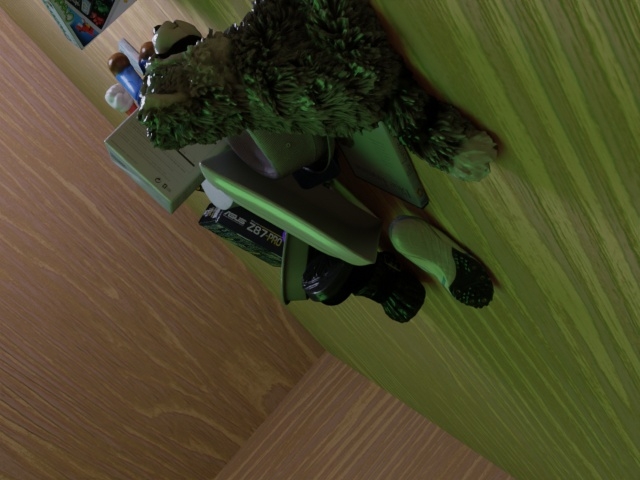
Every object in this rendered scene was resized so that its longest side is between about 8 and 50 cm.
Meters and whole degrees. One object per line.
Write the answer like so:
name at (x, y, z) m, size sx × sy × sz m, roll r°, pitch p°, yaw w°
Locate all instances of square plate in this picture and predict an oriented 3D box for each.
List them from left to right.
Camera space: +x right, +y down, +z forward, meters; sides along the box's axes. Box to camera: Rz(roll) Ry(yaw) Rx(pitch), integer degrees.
square plate at (-0.044, -0.071, 1.335) m, size 0.344 × 0.049 × 0.347 m, roll 30°, pitch -165°, yaw 0°

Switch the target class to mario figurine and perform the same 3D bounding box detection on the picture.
mario figurine at (-0.351, -0.325, 1.579) m, size 0.320 × 0.198 × 0.170 m, roll 54°, pitch -167°, yaw 17°

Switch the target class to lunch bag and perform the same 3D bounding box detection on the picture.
lunch bag at (-0.009, -0.153, 1.345) m, size 0.067 × 0.098 × 0.065 m, roll 57°, pitch -165°, yaw -47°

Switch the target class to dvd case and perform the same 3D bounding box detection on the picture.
dvd case at (0.080, -0.166, 1.188) m, size 0.180 × 0.022 × 0.253 m, roll 31°, pitch 163°, yaw 41°

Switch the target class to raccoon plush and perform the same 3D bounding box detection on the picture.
raccoon plush at (-0.026, -0.158, 0.895) m, size 0.446 × 0.299 × 0.216 m, roll 38°, pitch 166°, yaw 18°

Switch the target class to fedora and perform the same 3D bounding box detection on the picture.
fedora at (-0.096, -0.213, 1.202) m, size 0.244 × 0.124 × 0.275 m, roll 25°, pitch 146°, yaw 51°

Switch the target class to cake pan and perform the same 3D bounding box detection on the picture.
cake pan at (-0.036, 0.009, 1.622) m, size 0.054 × 0.293 × 0.293 m, roll 8°, pitch 161°, yaw 6°

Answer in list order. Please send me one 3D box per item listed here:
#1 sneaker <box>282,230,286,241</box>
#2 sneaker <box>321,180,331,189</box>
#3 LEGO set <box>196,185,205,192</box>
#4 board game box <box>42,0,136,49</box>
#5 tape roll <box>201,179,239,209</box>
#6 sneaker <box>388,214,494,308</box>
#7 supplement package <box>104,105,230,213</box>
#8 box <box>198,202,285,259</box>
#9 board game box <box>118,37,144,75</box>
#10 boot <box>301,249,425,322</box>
sneaker at (0.001, 0.000, 1.835) m, size 0.293 × 0.102 × 0.146 m, roll 27°, pitch 156°, yaw 38°
sneaker at (-0.051, -0.154, 1.538) m, size 0.162 × 0.063 × 0.073 m, roll 44°, pitch 172°, yaw 0°
LEGO set at (-0.321, -0.233, 1.949) m, size 0.255 × 0.192 × 0.331 m, roll 14°, pitch -177°, yaw -3°
board game box at (-0.420, -0.496, 1.219) m, size 0.053 × 0.193 × 0.305 m, roll 39°, pitch 167°, yaw 15°
tape roll at (-0.230, -0.188, 1.700) m, size 0.219 × 0.072 × 0.219 m, roll 33°, pitch 132°, yaw 46°
sneaker at (0.229, 0.034, 1.300) m, size 0.237 × 0.085 × 0.086 m, roll 40°, pitch -166°, yaw -4°
supplement package at (-0.266, -0.225, 1.416) m, size 0.175 × 0.293 × 0.177 m, roll 43°, pitch 167°, yaw -5°
box at (-0.220, -0.016, 2.273) m, size 0.318 × 0.097 × 0.395 m, roll 32°, pitch 171°, yaw -14°
board game box at (-0.507, -0.495, 1.885) m, size 0.090 × 0.020 × 0.090 m, roll 45°, pitch 168°, yaw -8°
boot at (0.108, 0.099, 1.516) m, size 0.260 × 0.131 × 0.348 m, roll 47°, pitch -155°, yaw -11°
